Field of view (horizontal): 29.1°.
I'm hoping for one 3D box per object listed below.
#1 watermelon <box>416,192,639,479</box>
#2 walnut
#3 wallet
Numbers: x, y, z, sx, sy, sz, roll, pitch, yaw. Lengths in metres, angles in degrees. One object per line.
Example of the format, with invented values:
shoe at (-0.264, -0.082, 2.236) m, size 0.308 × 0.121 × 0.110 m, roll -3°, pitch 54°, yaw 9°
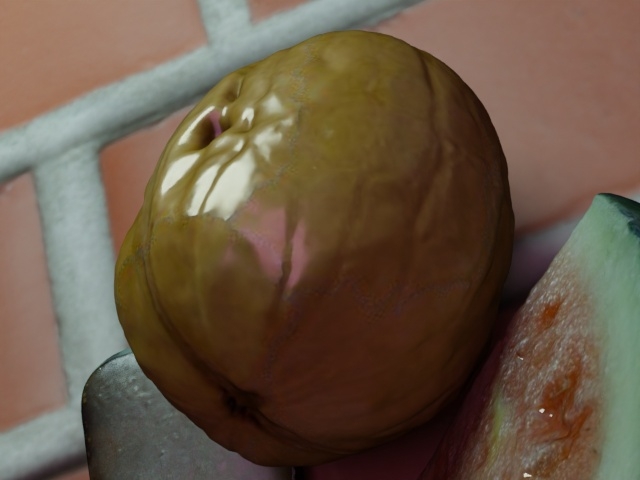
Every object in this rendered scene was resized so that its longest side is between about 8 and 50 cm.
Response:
watermelon at (0.109, 0.124, 0.496) m, size 0.292 × 0.250 × 0.283 m, roll -17°, pitch 59°, yaw 14°
walnut at (0.000, 0.000, 0.619) m, size 0.195 × 0.195 × 0.222 m, roll 0°, pitch 52°, yaw 23°
wallet at (-0.066, 0.170, 0.675) m, size 0.137 × 0.031 × 0.255 m, roll -18°, pitch 63°, yaw 17°
